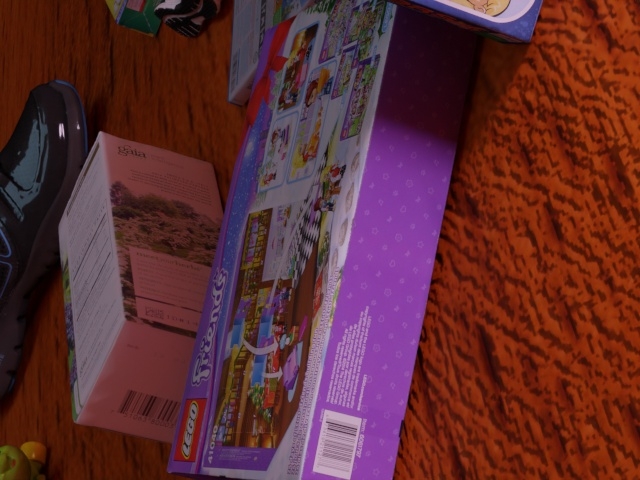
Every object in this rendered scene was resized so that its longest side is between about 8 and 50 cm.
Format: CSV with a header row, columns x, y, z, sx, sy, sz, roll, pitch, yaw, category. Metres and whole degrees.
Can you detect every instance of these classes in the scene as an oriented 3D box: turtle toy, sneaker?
x,y,z,sx,sy,sz,roll,pitch,yaw,category
-0.278,0.218,1.437,0.130,0.066,0.095,-46,35,49,turtle toy
-0.102,-0.201,1.369,0.109,0.040,0.043,-13,46,61,sneaker
-0.327,-0.002,1.611,0.341,0.140,0.125,-70,20,4,sneaker

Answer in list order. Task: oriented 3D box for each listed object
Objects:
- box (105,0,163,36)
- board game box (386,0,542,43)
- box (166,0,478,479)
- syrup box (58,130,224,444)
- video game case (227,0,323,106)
x,y,z,sx,sy,sz,roll,pitch,yaw,category
-0.171,-0.271,1.562,0.105,0.043,0.179,-66,22,17,box
0.071,-0.215,0.831,0.035,0.136,0.201,22,96,68,board game box
0.000,0.000,0.951,0.201,0.057,0.293,-11,64,64,box
-0.122,0.030,1.169,0.096,0.093,0.237,-62,25,27,syrup box
-0.024,-0.189,1.196,0.166,0.015,0.119,-46,34,49,video game case
